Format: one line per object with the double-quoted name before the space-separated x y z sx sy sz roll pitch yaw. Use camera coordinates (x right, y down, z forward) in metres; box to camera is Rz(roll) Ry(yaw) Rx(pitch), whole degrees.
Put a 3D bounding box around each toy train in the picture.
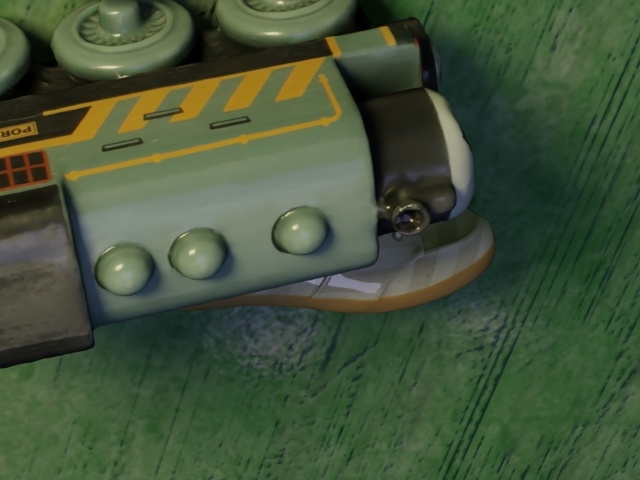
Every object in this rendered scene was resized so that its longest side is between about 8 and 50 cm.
"toy train" -0.086 -0.037 0.916 0.333 0.190 0.142 -11 129 -9

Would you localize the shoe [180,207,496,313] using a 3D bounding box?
"shoe" 0.000 0.000 1.044 0.219 0.077 0.058 -5 132 -12
